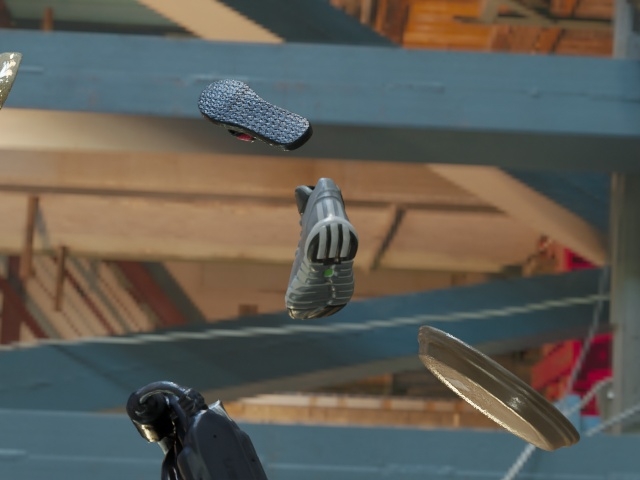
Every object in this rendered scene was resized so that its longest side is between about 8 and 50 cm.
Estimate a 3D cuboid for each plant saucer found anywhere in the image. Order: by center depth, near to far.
[{"bbox_3d":[0.247,0.219,1.829,0.041,0.278,0.278,-53,-3,-8],"label":"plant saucer"}]

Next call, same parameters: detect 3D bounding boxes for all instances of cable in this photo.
[{"bbox_3d":[-0.035,0.149,0.537,0.184,0.047,0.150,63,163,15],"label":"cable"}]

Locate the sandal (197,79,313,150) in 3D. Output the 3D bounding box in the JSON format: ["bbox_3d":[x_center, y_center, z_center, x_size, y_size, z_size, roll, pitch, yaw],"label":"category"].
[{"bbox_3d":[-0.081,-0.143,1.534,0.067,0.179,0.040,-46,-36,-20],"label":"sandal"}]

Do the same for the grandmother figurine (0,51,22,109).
[{"bbox_3d":[-0.418,-0.151,0.971,0.208,0.342,0.104,-65,19,-2],"label":"grandmother figurine"}]

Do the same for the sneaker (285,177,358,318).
[{"bbox_3d":[0.000,0.000,1.632,0.228,0.086,0.132,110,155,-56],"label":"sneaker"}]
